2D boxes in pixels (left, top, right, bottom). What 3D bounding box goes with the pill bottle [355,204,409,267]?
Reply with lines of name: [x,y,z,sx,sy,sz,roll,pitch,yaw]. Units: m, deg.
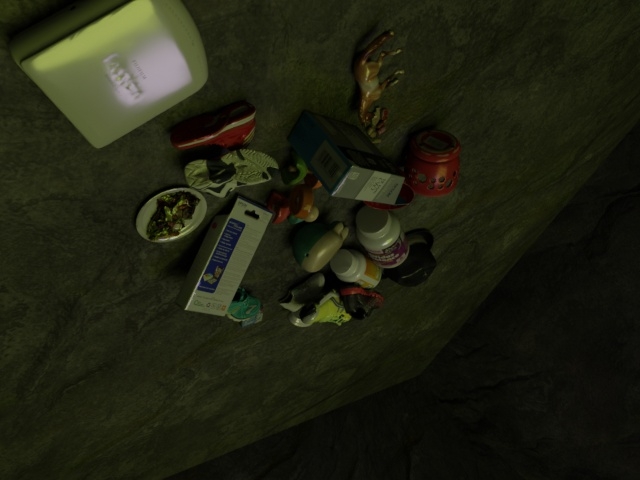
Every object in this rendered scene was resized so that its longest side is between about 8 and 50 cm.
pill bottle: [0.232,-0.020,1.970,0.169,0.169,0.301,-37,149,2]

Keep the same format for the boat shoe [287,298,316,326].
boat shoe: [-0.028,0.290,2.205,0.277,0.098,0.096,-10,141,-51]

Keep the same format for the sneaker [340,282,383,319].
sneaker: [0.173,0.261,2.104,0.097,0.135,0.276,-14,159,31]

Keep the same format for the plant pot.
plant pot: [0.387,-0.273,1.774,0.191,0.191,0.174,-23,140,-21]

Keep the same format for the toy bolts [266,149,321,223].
toy bolts: [-0.038,-0.120,1.543,0.158,0.218,0.229,6,138,-31]

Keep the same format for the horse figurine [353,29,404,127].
horse figurine: [0.151,-0.454,1.415,0.174,0.066,0.263,-38,152,-9]

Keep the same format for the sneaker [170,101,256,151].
sneaker: [-0.252,-0.245,1.277,0.221,0.087,0.128,-24,145,-17]

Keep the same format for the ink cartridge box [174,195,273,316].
ink cartridge box: [-0.290,0.048,1.581,0.175,0.069,0.371,24,94,-55]

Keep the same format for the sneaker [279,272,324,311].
sneaker: [-0.075,0.203,2.064,0.212,0.080,0.094,-45,136,16]

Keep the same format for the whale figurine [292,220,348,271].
whale figurine: [0.000,0.000,1.839,0.216,0.141,0.272,-56,168,30]

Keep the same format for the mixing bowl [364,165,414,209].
mixing bowl: [0.229,-0.193,1.777,0.181,0.098,0.181,2,151,1]

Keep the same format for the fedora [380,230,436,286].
fedora: [0.405,0.108,2.326,0.333,0.153,0.334,-25,147,-18]

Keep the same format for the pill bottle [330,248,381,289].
pill bottle: [0.138,0.112,2.085,0.136,0.136,0.245,-43,148,11]

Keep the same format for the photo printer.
photo printer: [-0.377,-0.347,0.996,0.307,0.107,0.256,-32,149,-6]

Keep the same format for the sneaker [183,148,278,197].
sneaker: [-0.230,-0.171,1.353,0.234,0.094,0.153,-15,179,-8]

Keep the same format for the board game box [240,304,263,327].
board game box: [-0.271,0.301,2.046,0.090,0.020,0.090,-18,146,-27]

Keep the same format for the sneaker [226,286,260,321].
sneaker: [-0.292,0.212,1.798,0.109,0.107,0.275,-23,156,24]

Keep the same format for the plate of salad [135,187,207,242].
plate of salad: [-0.400,-0.061,1.412,0.199,0.048,0.200,-25,146,-18]

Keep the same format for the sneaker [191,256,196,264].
sneaker: [-0.356,0.095,1.651,0.074,0.063,0.170,-33,144,-6]

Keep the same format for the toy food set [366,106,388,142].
toy food set: [0.179,-0.362,1.610,0.077,0.019,0.122,-12,134,-35]

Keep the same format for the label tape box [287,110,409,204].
label tape box: [0.110,-0.228,1.494,0.347,0.249,0.115,1,133,-45]

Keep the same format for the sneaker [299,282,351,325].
sneaker: [0.060,0.274,2.109,0.145,0.147,0.384,-33,172,34]
